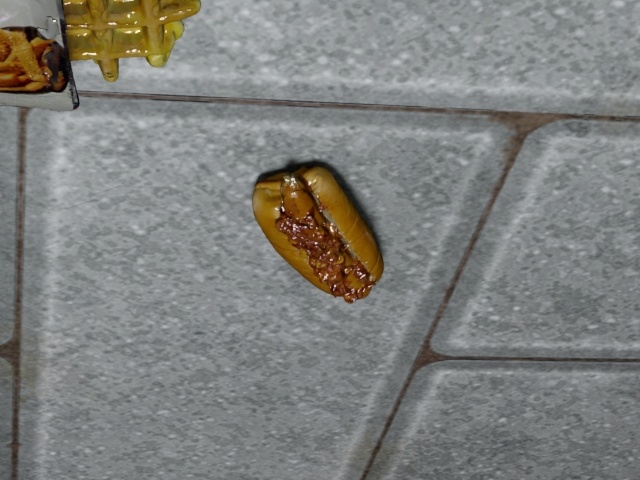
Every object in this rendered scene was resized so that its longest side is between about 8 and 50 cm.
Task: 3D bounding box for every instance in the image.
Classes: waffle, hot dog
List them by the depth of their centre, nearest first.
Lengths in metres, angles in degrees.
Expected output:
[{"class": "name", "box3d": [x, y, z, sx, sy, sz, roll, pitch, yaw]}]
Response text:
[{"class": "waffle", "box3d": [-0.244, -0.218, 1.270, 0.300, 0.058, 0.281, 11, 145, -23]}, {"class": "hot dog", "box3d": [0.000, 0.000, 1.625, 0.102, 0.076, 0.249, -11, 148, 15]}]

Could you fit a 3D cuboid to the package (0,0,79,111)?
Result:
[{"class": "package", "box3d": [-0.282, -0.170, 1.257, 0.154, 0.030, 0.239, -1, 150, -5]}]
